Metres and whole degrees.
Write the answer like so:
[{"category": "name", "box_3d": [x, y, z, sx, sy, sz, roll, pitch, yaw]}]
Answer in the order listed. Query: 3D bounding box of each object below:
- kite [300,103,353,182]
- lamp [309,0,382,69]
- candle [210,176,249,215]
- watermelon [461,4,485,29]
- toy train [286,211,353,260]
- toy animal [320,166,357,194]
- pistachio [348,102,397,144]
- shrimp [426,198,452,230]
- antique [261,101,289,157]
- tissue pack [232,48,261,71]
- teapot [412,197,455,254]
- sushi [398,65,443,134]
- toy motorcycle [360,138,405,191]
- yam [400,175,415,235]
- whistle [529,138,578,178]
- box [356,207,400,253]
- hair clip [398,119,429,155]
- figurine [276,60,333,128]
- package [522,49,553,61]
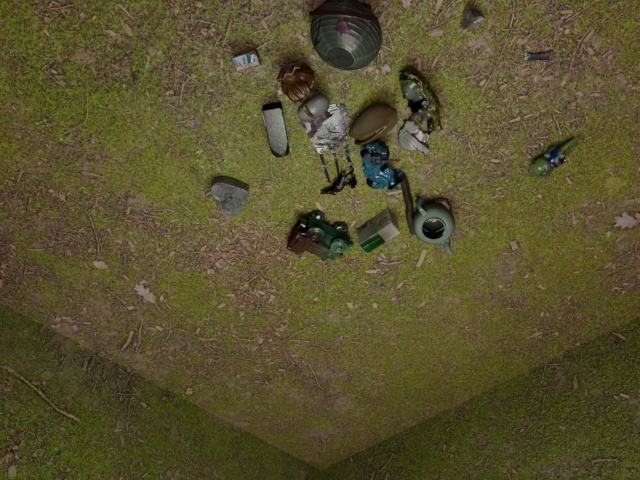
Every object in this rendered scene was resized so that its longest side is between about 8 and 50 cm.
[{"category": "kite", "box_3d": [0.053, -0.413, 1.891, 0.204, 0.022, 0.360, -16, 125, 8]}, {"category": "lamp", "box_3d": [0.088, -0.732, 1.543, 0.265, 0.233, 0.233, 9, 125, 0]}, {"category": "candle", "box_3d": [-0.403, -0.210, 1.997, 0.169, 0.068, 0.192, -20, 128, 11]}, {"category": "watermelon", "box_3d": [0.560, -0.811, 1.592, 0.085, 0.061, 0.085, 5, 126, 7]}, {"category": "toy train", "box_3d": [0.000, 0.000, 2.124, 0.304, 0.150, 0.221, 26, 132, -20]}, {"category": "toy animal", "box_3d": [0.088, -0.252, 1.981, 0.202, 0.070, 0.105, -24, 131, 25]}, {"category": "pistachio", "box_3d": [0.213, -0.473, 1.778, 0.223, 0.152, 0.126, -23, 129, 37]}, {"category": "shrimp", "box_3d": [0.556, -0.121, 2.108, 0.132, 0.051, 0.187, 19, 119, 6]}, {"category": "antique", "box_3d": [-0.181, -0.452, 1.819, 0.081, 0.080, 0.220, -8, 125, 3]}, {"category": "tissue pack", "box_3d": [-0.277, -0.683, 1.654, 0.094, 0.074, 0.058, -15, 122, 5]}, {"category": "teapot", "box_3d": [0.525, -0.074, 2.034, 0.193, 0.129, 0.294, -32, 102, 23]}, {"category": "sushi", "box_3d": [0.400, -0.548, 1.735, 0.131, 0.139, 0.291, -19, 126, 21]}, {"category": "toy motorcycle", "box_3d": [0.271, -0.312, 1.897, 0.182, 0.123, 0.272, 5, 148, 20]}, {"category": "yam", "box_3d": [0.416, -0.164, 2.068, 0.045, 0.045, 0.326, 2, 130, 30]}, {"category": "whistle", "box_3d": [1.024, -0.358, 1.919, 0.227, 0.085, 0.105, -40, 127, 23]}, {"category": "box", "box_3d": [0.273, -0.047, 2.093, 0.199, 0.135, 0.081, -36, 120, 23]}, {"category": "hair clip", "box_3d": [0.397, -0.432, 1.872, 0.172, 0.049, 0.116, 33, 114, -20]}, {"category": "figurine", "box_3d": [-0.063, -0.567, 1.680, 0.142, 0.189, 0.263, -28, 108, 20]}, {"category": "package", "box_3d": [0.845, -0.715, 1.697, 0.110, 0.015, 0.037, -5, 125, 0]}]
